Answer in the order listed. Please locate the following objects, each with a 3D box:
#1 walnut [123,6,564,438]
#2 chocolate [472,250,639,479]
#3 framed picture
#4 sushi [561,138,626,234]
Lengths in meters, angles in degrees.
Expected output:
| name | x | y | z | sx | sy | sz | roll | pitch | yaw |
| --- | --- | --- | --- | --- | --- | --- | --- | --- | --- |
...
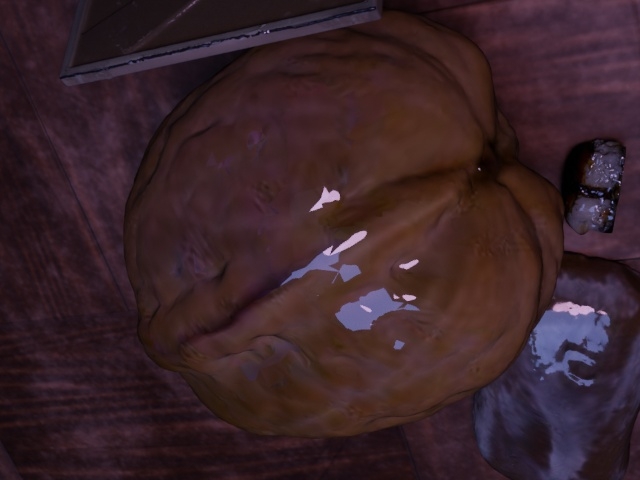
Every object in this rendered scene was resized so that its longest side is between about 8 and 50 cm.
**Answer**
| name | x | y | z | sx | sy | sz | roll | pitch | yaw |
| --- | --- | --- | --- | --- | --- | --- | --- | --- | --- |
| walnut | 0.001 | -0.002 | 0.821 | 0.343 | 0.306 | 0.306 | -24 | 113 | 34 |
| chocolate | 0.215 | 0.135 | 0.966 | 0.156 | 0.080 | 0.254 | 10 | 125 | 12 |
| framed picture | -0.067 | -0.207 | 0.778 | 0.249 | 0.184 | 0.016 | -9 | 147 | 22 |
| sushi | 0.218 | -0.041 | 0.870 | 0.046 | 0.044 | 0.083 | 8 | 123 | 12 |
